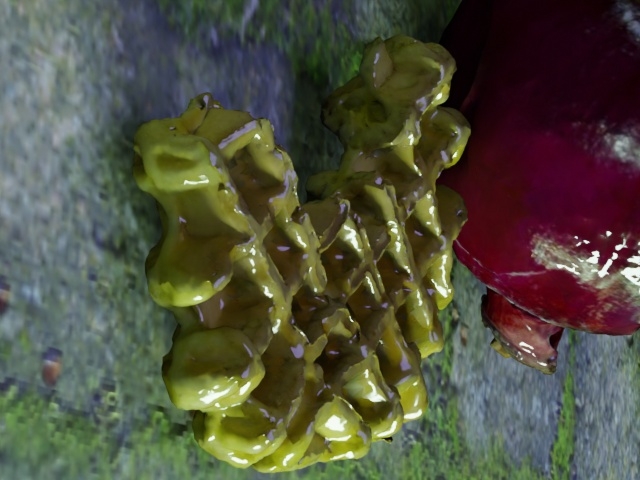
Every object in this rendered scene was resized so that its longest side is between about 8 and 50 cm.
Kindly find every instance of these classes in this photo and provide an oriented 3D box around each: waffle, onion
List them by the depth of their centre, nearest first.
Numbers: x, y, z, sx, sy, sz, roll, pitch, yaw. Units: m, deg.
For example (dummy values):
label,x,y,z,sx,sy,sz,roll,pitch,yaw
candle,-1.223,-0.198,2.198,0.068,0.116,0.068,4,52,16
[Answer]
label,x,y,z,sx,sy,sz,roll,pitch,yaw
waffle,-0.003,0.000,0.631,0.194,0.051,0.149,-5,92,-60
onion,0.106,-0.031,0.787,0.195,0.139,0.218,-75,-170,-49
